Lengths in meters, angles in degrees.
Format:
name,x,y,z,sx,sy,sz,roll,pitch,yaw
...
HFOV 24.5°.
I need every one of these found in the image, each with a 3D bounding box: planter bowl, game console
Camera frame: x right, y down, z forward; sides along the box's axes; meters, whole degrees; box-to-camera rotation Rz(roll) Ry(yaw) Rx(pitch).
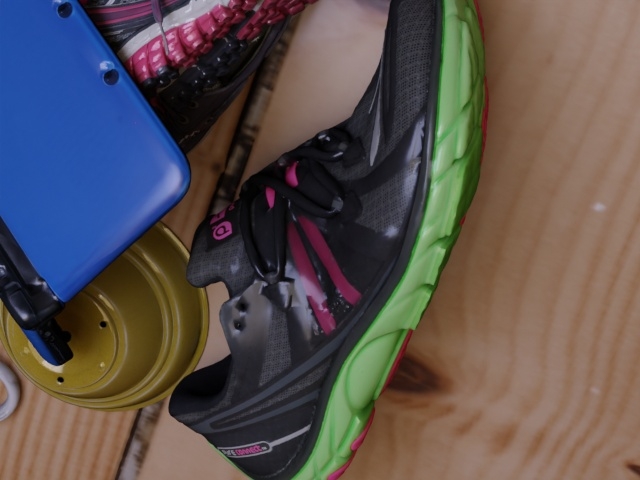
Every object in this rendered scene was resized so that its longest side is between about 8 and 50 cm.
name,x,y,z,sx,sy,sz,roll,pitch,yaw
planter bowl,-0.218,0.074,1.341,0.217,0.090,0.217,4,109,12
game console,-0.238,-0.078,1.200,0.173,0.250,0.293,-32,76,-10

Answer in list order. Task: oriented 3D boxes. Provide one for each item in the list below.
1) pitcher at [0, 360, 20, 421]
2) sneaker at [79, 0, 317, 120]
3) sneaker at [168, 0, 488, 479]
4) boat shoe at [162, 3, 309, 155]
name,x,y,z,sx,sy,sz,roll,pitch,yaw
pitcher,-0.397,0.109,1.388,0.178,0.125,0.207,-23,113,-3
sneaker,-0.076,-0.211,1.113,0.299,0.121,0.112,-35,77,21
sneaker,0.000,0.000,1.220,0.202,0.185,0.482,23,110,0
boat shoe,-0.109,-0.150,1.242,0.103,0.092,0.285,45,111,-3
